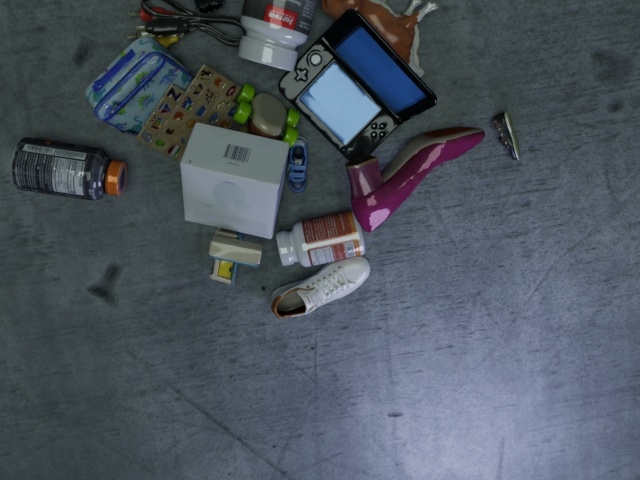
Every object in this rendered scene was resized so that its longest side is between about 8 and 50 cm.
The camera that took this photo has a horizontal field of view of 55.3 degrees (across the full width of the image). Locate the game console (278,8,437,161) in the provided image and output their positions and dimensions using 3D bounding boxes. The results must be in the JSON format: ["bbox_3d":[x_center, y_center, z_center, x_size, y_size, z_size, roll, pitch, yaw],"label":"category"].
[{"bbox_3d":[0.079,-0.348,1.442,0.293,0.173,0.250,43,100,-13],"label":"game console"}]

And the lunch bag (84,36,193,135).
[{"bbox_3d":[-0.420,-0.352,1.412,0.219,0.176,0.090,-40,67,9],"label":"lunch bag"}]

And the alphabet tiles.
[{"bbox_3d":[-0.300,-0.298,1.470,0.198,0.009,0.237,25,107,-44],"label":"alphabet tiles"}]

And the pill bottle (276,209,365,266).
[{"bbox_3d":[0.000,0.000,1.573,0.216,0.121,0.121,-12,107,1],"label":"pill bottle"}]

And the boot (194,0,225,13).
[{"bbox_3d":[-0.244,-0.586,1.403,0.121,0.045,0.099,-18,86,4],"label":"boot"}]

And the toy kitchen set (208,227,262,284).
[{"bbox_3d":[-0.216,0.058,1.535,0.122,0.207,0.166,11,107,-5],"label":"toy kitchen set"}]

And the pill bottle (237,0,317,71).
[{"bbox_3d":[-0.089,-0.539,1.378,0.161,0.161,0.283,14,105,-7],"label":"pill bottle"}]

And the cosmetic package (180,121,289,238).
[{"bbox_3d":[-0.203,-0.137,1.451,0.223,0.138,0.225,13,145,-2],"label":"cosmetic package"}]

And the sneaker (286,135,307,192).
[{"bbox_3d":[-0.059,-0.189,1.544,0.053,0.059,0.144,-1,108,-5],"label":"sneaker"}]

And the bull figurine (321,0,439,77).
[{"bbox_3d":[0.154,-0.514,1.434,0.310,0.101,0.188,35,99,-15],"label":"bull figurine"}]

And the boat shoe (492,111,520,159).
[{"bbox_3d":[0.477,-0.263,1.558,0.042,0.049,0.133,-14,117,31],"label":"boat shoe"}]

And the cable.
[{"bbox_3d":[-0.314,-0.516,1.448,0.287,0.072,0.140,-6,91,-14],"label":"cable"}]

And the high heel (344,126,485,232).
[{"bbox_3d":[0.247,-0.161,1.527,0.377,0.127,0.182,-18,111,-6],"label":"high heel"}]

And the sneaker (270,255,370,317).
[{"bbox_3d":[0.005,0.135,1.616,0.290,0.123,0.106,-26,105,4],"label":"sneaker"}]

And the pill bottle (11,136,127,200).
[{"bbox_3d":[-0.604,-0.169,1.487,0.245,0.130,0.131,9,107,-6],"label":"pill bottle"}]

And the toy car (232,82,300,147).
[{"bbox_3d":[-0.164,-0.257,1.500,0.155,0.149,0.188,25,130,-21],"label":"toy car"}]
